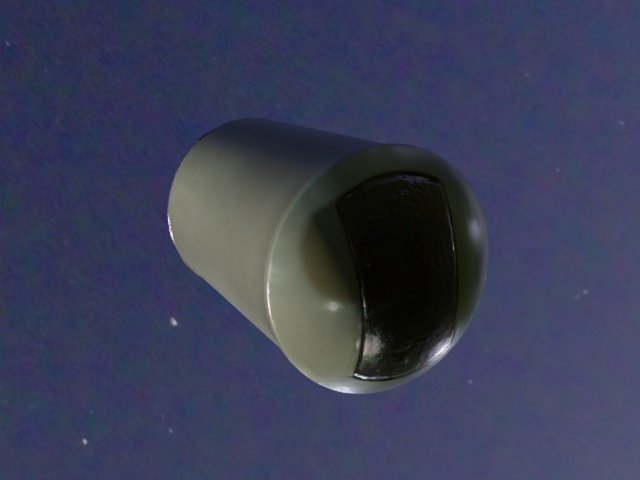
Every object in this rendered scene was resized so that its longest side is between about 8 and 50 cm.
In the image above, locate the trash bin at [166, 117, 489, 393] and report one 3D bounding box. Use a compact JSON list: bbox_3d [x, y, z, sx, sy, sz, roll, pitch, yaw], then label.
[{"bbox_3d":[0.000,0.000,1.288,0.280,0.432,0.280,-8,-73,-26],"label":"trash bin"}]
